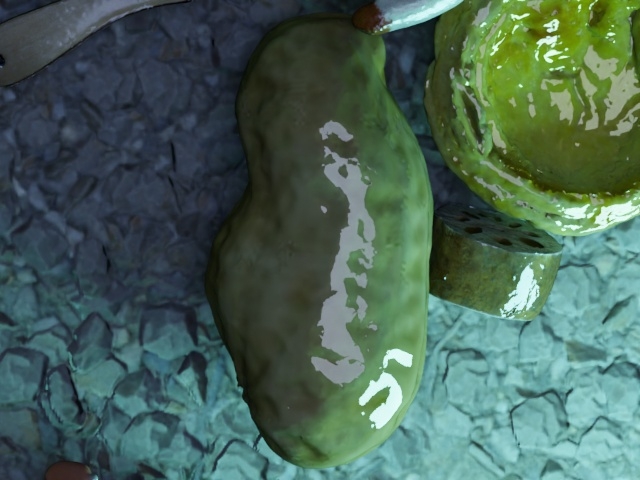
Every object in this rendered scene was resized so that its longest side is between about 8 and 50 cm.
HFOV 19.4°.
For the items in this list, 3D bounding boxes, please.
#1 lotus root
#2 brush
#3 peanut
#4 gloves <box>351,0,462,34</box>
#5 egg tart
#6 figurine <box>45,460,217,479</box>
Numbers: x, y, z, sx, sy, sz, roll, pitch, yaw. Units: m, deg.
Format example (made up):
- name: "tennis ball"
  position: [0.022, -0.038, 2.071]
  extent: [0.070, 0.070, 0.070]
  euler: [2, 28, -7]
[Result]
- name: "lotus root"
  position: [0.148, 0.020, 1.643]
  extent: [0.122, 0.112, 0.081]
  euler: [14, 99, -12]
- name: "brush"
  position: [-0.147, -0.223, 1.601]
  extent: [0.327, 0.065, 0.070]
  euler: [-27, 106, 3]
- name: "peanut"
  position: [0.000, 0.000, 1.592]
  extent: [0.192, 0.169, 0.387]
  euler: [2, 91, 19]
- name: "gloves"
  position: [0.098, -0.263, 1.580]
  extent: [0.131, 0.140, 0.218]
  euler: [31, 86, -56]
- name: "egg tart"
  position: [0.219, -0.140, 1.654]
  extent: [0.279, 0.095, 0.278]
  euler: [-1, 92, -14]
- name: "figurine"
  position: [-0.121, 0.287, 1.600]
  extent: [0.276, 0.158, 0.161]
  euler: [15, 102, -11]
